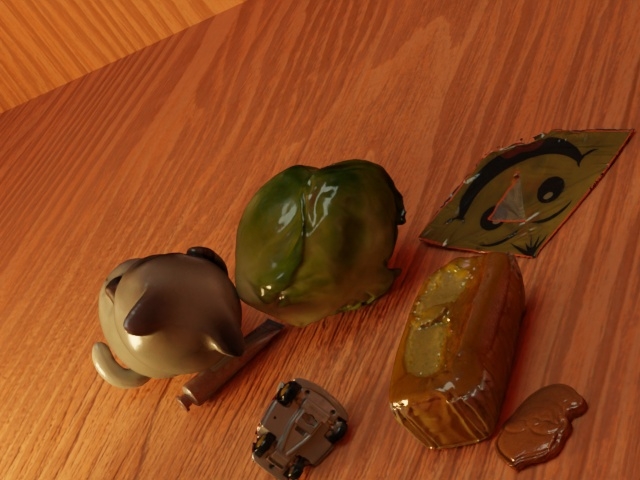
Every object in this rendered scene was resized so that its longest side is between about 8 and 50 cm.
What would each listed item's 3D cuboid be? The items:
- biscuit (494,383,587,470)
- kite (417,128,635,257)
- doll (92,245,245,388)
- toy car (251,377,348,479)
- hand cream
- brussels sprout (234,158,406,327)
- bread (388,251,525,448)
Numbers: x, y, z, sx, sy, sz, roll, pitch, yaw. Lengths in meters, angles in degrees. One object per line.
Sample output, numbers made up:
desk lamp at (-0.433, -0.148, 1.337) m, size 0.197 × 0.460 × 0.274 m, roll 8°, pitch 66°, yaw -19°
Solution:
biscuit at (0.267, 0.227, 1.651) m, size 0.130 × 0.019 × 0.102 m, roll -49°, pitch 27°, yaw -20°
kite at (0.315, -0.070, 2.071) m, size 0.377 × 0.013 × 0.327 m, roll -25°, pitch 30°, yaw 20°
doll at (-0.244, 0.117, 2.181) m, size 0.370 × 0.215 × 0.226 m, roll 147°, pitch 141°, yaw -67°
toy car at (-0.042, 0.263, 1.896) m, size 0.139 × 0.112 × 0.112 m, roll -52°, pitch 14°, yaw -8°
hand cream at (-0.147, 0.199, 2.186) m, size 0.210 × 0.043 × 0.067 m, roll -41°, pitch 22°, yaw -18°
brussels sprout at (0.000, 0.000, 2.105) m, size 0.294 × 0.227 × 0.259 m, roll -55°, pitch 31°, yaw 0°
bread at (0.187, 0.140, 1.782) m, size 0.152 × 0.119 × 0.288 m, roll -15°, pitch 34°, yaw 32°
